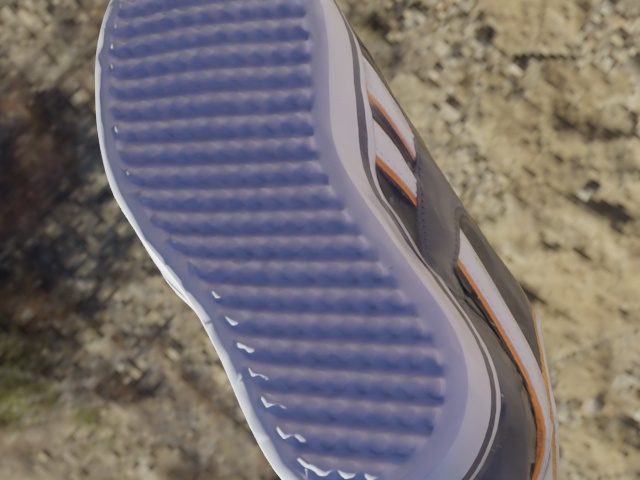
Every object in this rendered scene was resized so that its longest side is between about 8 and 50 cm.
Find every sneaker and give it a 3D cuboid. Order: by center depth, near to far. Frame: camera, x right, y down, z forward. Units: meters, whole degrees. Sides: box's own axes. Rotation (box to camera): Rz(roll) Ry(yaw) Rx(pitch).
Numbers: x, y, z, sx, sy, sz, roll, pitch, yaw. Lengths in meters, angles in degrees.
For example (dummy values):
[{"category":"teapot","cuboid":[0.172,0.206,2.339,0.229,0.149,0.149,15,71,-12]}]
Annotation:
[{"category":"sneaker","cuboid":[0.000,0.000,0.766,0.126,0.321,0.127,-34,142,15]}]
